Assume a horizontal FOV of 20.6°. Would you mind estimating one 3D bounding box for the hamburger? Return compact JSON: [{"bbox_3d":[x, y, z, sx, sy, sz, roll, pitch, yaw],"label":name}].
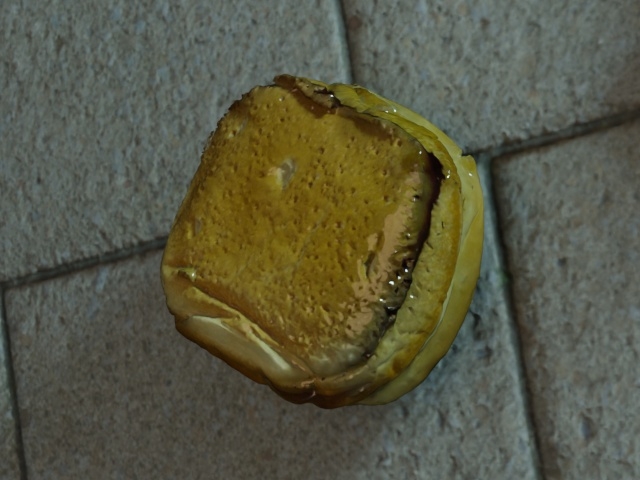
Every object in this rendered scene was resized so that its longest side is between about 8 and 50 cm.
[{"bbox_3d":[0.006,-0.001,1.646,0.304,0.174,0.284,32,105,33],"label":"hamburger"}]
